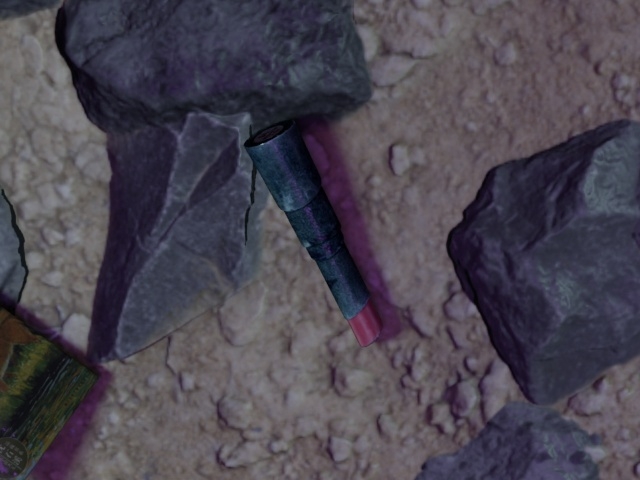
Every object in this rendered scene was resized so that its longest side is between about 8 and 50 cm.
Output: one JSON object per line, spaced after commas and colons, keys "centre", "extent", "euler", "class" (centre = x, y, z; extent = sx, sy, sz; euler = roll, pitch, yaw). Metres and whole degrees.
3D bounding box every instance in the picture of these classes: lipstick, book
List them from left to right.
{"centre": [-0.349, 0.129, 1.671], "extent": [0.228, 0.024, 0.160], "euler": [38, 79, -13], "class": "book"}
{"centre": [0.000, 0.000, 1.667], "extent": [0.053, 0.053, 0.234], "euler": [-24, 107, 4], "class": "lipstick"}
